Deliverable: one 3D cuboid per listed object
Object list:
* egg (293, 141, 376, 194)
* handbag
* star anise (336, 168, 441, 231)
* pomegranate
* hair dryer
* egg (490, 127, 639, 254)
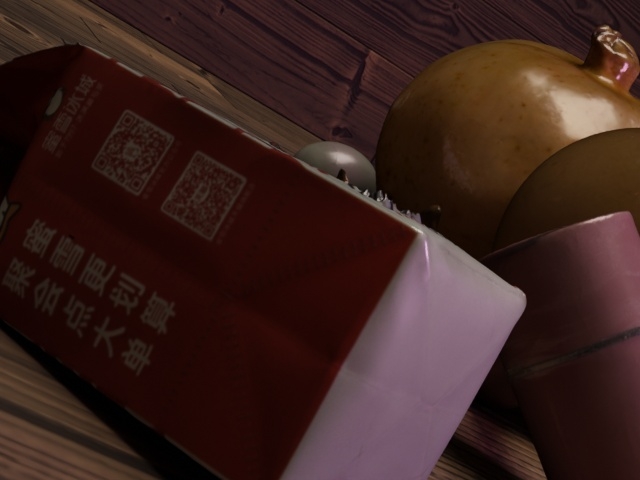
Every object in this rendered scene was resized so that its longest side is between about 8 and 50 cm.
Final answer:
[{"bbox_3d":[0.018,-0.079,1.711,0.135,0.103,0.103,26,10,-36],"label":"egg"},{"bbox_3d":[-0.065,0.013,0.668,0.298,0.151,0.171,29,1,29],"label":"handbag"},{"bbox_3d":[0.045,0.044,0.998,0.212,0.111,0.196,2,-37,50],"label":"star anise"},{"bbox_3d":[0.257,-0.076,1.559,0.411,0.411,0.411,32,7,-5],"label":"pomegranate"},{"bbox_3d":[0.191,0.118,1.034,0.352,0.125,0.210,114,-43,-78],"label":"hair dryer"},{"bbox_3d":[0.326,0.064,1.247,0.374,0.301,0.301,50,-4,-35],"label":"egg"}]
